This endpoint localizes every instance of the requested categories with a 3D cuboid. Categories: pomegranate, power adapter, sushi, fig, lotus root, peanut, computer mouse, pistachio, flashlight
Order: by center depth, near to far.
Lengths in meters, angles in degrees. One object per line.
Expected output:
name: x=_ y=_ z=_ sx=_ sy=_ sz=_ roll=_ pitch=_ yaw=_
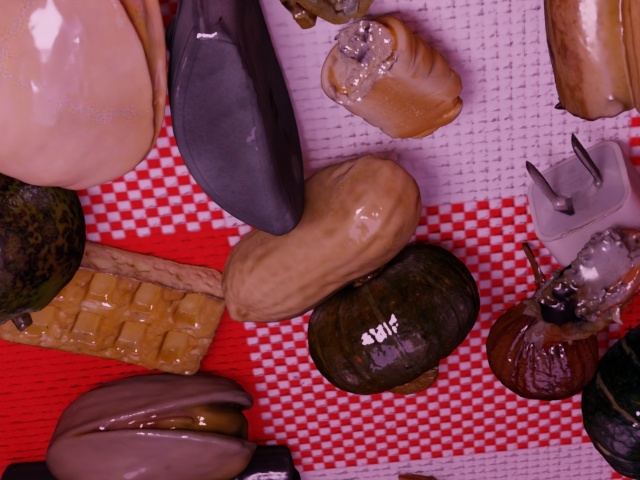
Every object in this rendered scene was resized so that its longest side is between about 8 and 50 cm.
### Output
lotus root: x=0.350 y=-0.246 z=1.615 sx=0.316 sy=0.316 sz=0.250 roll=-19 pitch=117 yaw=13
pistachio: x=-0.269 y=-0.198 z=1.659 sx=0.238 sy=0.229 sz=0.321 roll=13 pitch=126 yaw=20
computer mouse: x=-0.104 y=-0.157 z=1.727 sx=0.121 sy=0.188 sz=0.371 roll=-7 pitch=133 yaw=7
pomegranate: x=-0.402 y=-0.030 z=1.828 sx=0.276 sy=0.222 sz=0.204 roll=41 pitch=118 yaw=-2
sushi: x=0.309 y=0.060 z=1.852 sx=0.103 sy=0.097 sz=0.226 roll=26 pitch=128 yaw=-19
power adapter: x=0.320 y=-0.043 z=1.909 sx=0.130 sy=0.125 sz=0.205 roll=-26 pitch=129 yaw=21
peanut: x=0.000 y=0.000 z=1.916 sx=0.147 sy=0.148 sz=0.319 roll=29 pitch=135 yaw=-28
fig: x=0.292 y=0.103 z=2.055 sx=0.146 sy=0.134 sz=0.201 roll=-6 pitch=126 yaw=-12
pistachio: x=-0.227 y=0.253 z=2.115 sx=0.288 sy=0.166 sz=0.197 roll=-16 pitch=158 yaw=12
flashlight: x=-0.238 y=0.346 z=2.268 sx=0.424 sy=0.103 sz=0.103 roll=-5 pitch=134 yaw=-2

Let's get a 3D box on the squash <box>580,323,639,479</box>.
squash: x=0.471 y=0.206 z=2.120 sx=0.252 sy=0.165 sz=0.252 roll=-12 pitch=140 yaw=-11

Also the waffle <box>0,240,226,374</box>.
waffle: x=-0.265 y=0.082 z=2.033 sx=0.274 sy=0.057 sz=0.168 roll=13 pitch=132 yaw=-16

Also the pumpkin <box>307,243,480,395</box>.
pumpkin: x=0.092 y=0.100 z=1.971 sx=0.223 sy=0.224 sz=0.157 roll=-32 pitch=99 yaw=24

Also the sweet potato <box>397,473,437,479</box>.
sweet potato: x=0.154 y=0.361 z=2.352 sx=0.095 sy=0.034 sz=0.034 roll=24 pitch=128 yaw=-11

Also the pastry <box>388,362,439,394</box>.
pastry: x=0.113 y=0.163 z=2.139 sx=0.097 sy=0.057 sz=0.109 roll=-26 pitch=129 yaw=22

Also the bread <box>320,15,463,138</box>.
bread: x=0.081 y=-0.179 z=1.784 sx=0.119 sy=0.084 sz=0.177 roll=-30 pitch=138 yaw=27

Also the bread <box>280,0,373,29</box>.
bread: x=0.003 y=-0.292 z=1.687 sx=0.117 sy=0.064 sz=0.156 roll=-20 pitch=131 yaw=16
